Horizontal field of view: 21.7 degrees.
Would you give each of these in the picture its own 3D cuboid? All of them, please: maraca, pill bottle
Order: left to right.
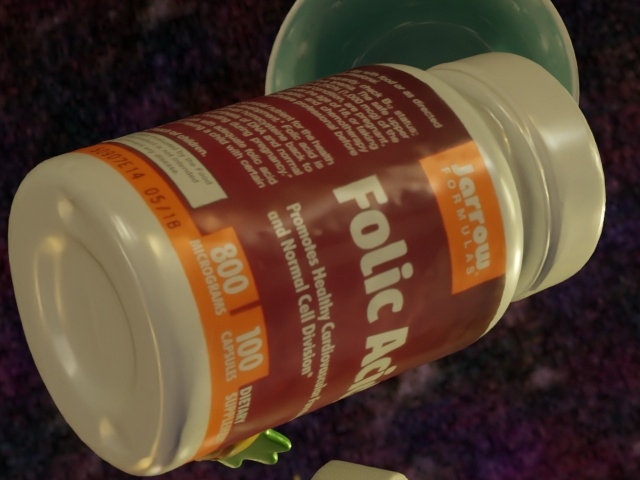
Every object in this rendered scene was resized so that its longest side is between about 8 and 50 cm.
[{"bbox_3d":[-0.103,0.163,1.571,0.127,0.099,0.185,-6,141,27],"label":"maraca"},{"bbox_3d":[0.000,0.000,1.193,0.392,0.224,0.224,-20,142,-32],"label":"pill bottle"}]

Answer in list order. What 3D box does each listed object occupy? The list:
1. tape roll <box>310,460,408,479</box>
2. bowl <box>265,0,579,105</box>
[{"bbox_3d":[0.007,0.398,1.546,0.072,0.392,0.392,10,139,15],"label":"tape roll"},{"bbox_3d":[0.109,-0.145,1.719,0.311,0.311,0.163,-25,177,7],"label":"bowl"}]
